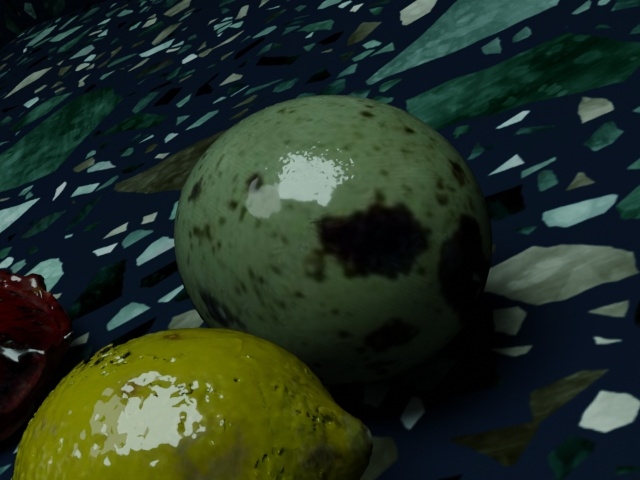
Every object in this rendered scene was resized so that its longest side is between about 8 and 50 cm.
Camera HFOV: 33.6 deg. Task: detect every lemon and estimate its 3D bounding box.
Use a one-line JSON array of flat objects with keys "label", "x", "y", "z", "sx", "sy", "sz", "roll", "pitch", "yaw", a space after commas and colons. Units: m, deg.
[{"label": "lemon", "x": -0.104, "y": 0.196, "z": 0.857, "sx": 0.310, "sy": 0.258, "sz": 0.258, "roll": -19, "pitch": 29, "yaw": 22}]

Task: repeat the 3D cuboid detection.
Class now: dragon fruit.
[{"label": "dragon fruit", "x": -0.449, "y": 0.179, "z": 1.425, "sx": 0.286, "sy": 0.228, "sz": 0.329, "roll": 6, "pitch": 11, "yaw": 2}]

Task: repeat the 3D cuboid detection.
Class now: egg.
[{"label": "egg", "x": 0.000, "y": 0.000, "z": 1.058, "sx": 0.379, "sy": 0.288, "sz": 0.287, "roll": -4, "pitch": 36, "yaw": 52}]
